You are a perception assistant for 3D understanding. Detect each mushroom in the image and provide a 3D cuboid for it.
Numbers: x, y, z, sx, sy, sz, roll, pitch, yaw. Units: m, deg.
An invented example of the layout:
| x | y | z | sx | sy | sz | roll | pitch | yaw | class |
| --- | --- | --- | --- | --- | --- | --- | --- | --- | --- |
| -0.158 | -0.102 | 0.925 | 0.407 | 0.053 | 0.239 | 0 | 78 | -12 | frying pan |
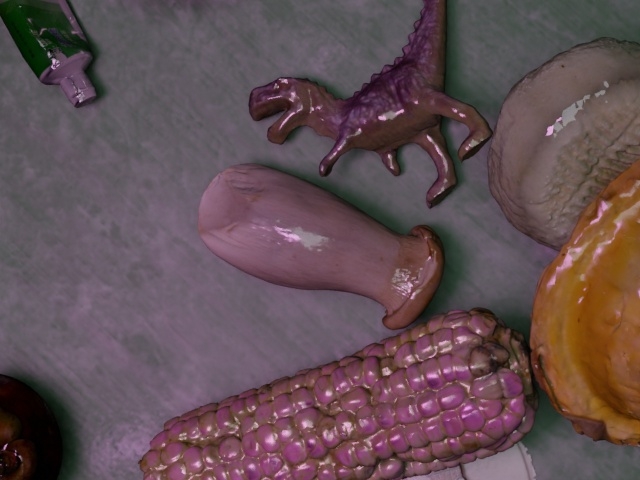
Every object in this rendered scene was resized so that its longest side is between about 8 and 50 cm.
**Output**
| x | y | z | sx | sy | sz | roll | pitch | yaw | class |
| --- | --- | --- | --- | --- | --- | --- | --- | --- | --- |
| 0.000 | 0.001 | 1.522 | 0.213 | 0.097 | 0.088 | 16 | 121 | 4 | mushroom |

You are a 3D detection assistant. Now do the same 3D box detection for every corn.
| x | y | z | sx | sy | sz | roll | pitch | yaw | class |
| --- | --- | --- | --- | --- | --- | --- | --- | --- | --- |
| 0.019 | 0.155 | 1.499 | 0.335 | 0.126 | 0.126 | -21 | 86 | 10 | corn |

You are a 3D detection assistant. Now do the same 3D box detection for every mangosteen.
| x | y | z | sx | sy | sz | roll | pitch | yaw | class |
| --- | --- | --- | --- | --- | --- | --- | --- | --- | --- |
| -0.276 | 0.178 | 1.530 | 0.140 | 0.140 | 0.140 | 0 | 89 | 8 | mangosteen |

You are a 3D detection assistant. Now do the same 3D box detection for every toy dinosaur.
| x | y | z | sx | sy | sz | roll | pitch | yaw | class |
| --- | --- | --- | --- | --- | --- | --- | --- | --- | --- |
| 0.072 | -0.142 | 1.526 | 0.251 | 0.072 | 0.200 | -45 | 72 | 15 | toy dinosaur |

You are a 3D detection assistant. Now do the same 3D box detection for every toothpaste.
| x | y | z | sx | sy | sz | roll | pitch | yaw | class |
| --- | --- | --- | --- | --- | --- | --- | --- | --- | --- |
| -0.261 | -0.226 | 1.583 | 0.078 | 0.047 | 0.248 | -27 | 84 | -24 | toothpaste |

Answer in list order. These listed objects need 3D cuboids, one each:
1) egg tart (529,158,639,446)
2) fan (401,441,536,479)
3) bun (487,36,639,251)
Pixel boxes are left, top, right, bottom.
| x | y | z | sx | sy | sz | roll | pitch | yaw | class |
| --- | --- | --- | --- | --- | --- | --- | --- | --- | --- |
| 0.304 | 0.057 | 1.423 | 0.288 | 0.118 | 0.288 | -4 | 116 | -8 | egg tart |
| 0.106 | 0.281 | 1.539 | 0.191 | 0.009 | 0.329 | -15 | 86 | 7 | fan |
| 0.226 | -0.083 | 1.463 | 0.195 | 0.118 | 0.195 | -11 | 128 | -14 | bun |
